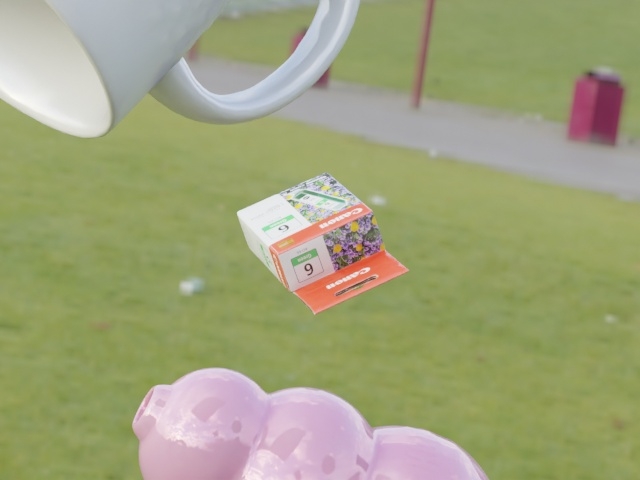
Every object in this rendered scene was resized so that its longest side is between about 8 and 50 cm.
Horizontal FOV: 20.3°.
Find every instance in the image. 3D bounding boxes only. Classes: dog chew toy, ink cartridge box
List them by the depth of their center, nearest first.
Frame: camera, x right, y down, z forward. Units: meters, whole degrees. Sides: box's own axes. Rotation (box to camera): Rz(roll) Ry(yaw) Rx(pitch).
[{"bbox_3d":[0.000,0.000,1.030,0.063,0.029,0.115,-25,25,-11],"label":"ink cartridge box"},{"bbox_3d":[-0.009,0.221,1.536,0.332,0.206,0.206,31,3,-11],"label":"dog chew toy"}]

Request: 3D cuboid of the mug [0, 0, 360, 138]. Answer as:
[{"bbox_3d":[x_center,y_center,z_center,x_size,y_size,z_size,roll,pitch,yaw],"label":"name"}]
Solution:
[{"bbox_3d":[-0.119,-0.251,1.295,0.374,0.328,0.276,49,-20,-24],"label":"mug"}]
